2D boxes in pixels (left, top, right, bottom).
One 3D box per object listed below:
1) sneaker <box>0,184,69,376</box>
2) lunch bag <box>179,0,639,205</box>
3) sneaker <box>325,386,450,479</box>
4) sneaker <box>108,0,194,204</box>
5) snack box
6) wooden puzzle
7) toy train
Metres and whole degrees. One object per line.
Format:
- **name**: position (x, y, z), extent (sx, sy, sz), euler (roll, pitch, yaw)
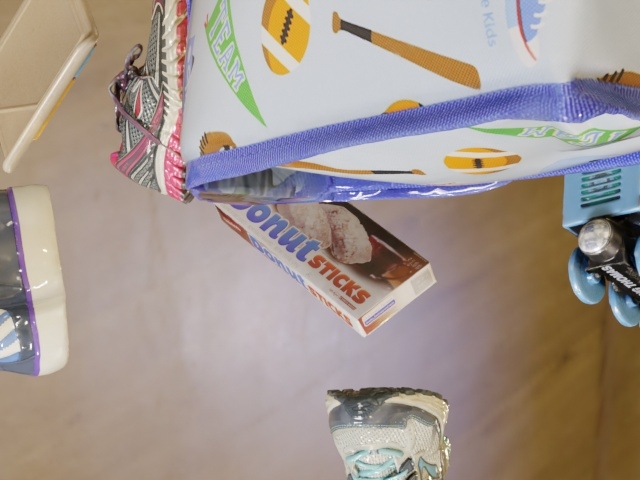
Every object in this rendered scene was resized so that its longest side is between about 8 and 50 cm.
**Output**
- **sneaker**: position (-0.339, 0.047, 1.465), extent (0.323, 0.236, 0.130), euler (113, -34, -69)
- **lunch bag**: position (0.058, -0.190, 0.908), extent (0.239, 0.385, 0.328), euler (3, 83, -38)
- **sneaker**: position (0.073, 0.221, 1.652), extent (0.283, 0.110, 0.122), euler (58, 34, -62)
- **sneaker**: position (-0.176, -0.176, 1.901), extent (0.121, 0.112, 0.299), euler (-51, 156, -52)
- **snack box**: position (0.000, 0.000, 1.188), extent (0.064, 0.178, 0.022), euler (-38, 134, -15)
- **wooden puzzle**: position (-0.346, -0.228, 2.160), extent (0.044, 0.239, 0.221), euler (20, 122, -32)
- **toy train**: position (0.242, 0.008, 1.241), extent (0.184, 0.080, 0.105), euler (30, 58, -43)
